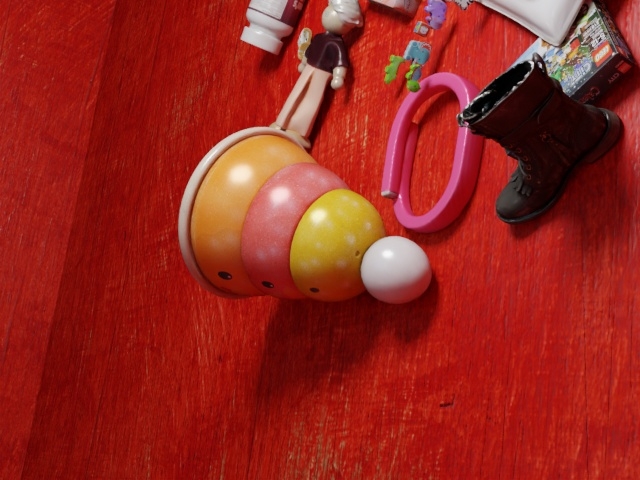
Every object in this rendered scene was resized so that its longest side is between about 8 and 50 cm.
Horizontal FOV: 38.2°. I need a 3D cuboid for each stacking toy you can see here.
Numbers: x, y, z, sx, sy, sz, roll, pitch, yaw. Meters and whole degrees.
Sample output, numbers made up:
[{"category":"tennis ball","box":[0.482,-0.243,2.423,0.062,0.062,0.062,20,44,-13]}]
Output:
[{"category":"stacking toy","box":[0.000,0.000,1.697,0.479,0.350,0.351,21,93,42]},{"category":"stacking toy","box":[0.198,-0.380,1.714,0.221,0.052,0.167,-65,16,10]}]

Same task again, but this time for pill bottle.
[{"category":"pill bottle","box":[-0.106,-0.570,2.230,0.121,0.121,0.221,37,107,56]}]

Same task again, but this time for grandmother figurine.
[{"category":"grandmother figurine","box":[-0.001,-0.376,2.008,0.208,0.104,0.343,36,109,47]}]

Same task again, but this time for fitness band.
[{"category":"fitness band","box":[0.200,-0.157,1.646,0.209,0.054,0.291,-6,71,55]}]

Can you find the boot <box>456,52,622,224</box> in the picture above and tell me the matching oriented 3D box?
[{"category":"boot","box":[0.286,-0.146,1.348,0.263,0.228,0.091,-48,40,32]}]

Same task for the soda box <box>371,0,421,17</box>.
[{"category":"soda box","box":[0.138,-0.512,1.899,0.183,0.058,0.063,41,110,54]}]

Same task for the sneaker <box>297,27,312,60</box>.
[{"category":"sneaker","box":[-0.039,-0.455,2.167,0.037,0.031,0.083,148,136,-63]}]

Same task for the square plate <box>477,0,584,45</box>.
[{"category":"square plate","box":[0.367,-0.525,1.488,0.347,0.049,0.344,-66,27,20]}]

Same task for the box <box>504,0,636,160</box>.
[{"category":"box","box":[0.366,-0.252,1.437,0.233,0.044,0.159,-46,35,35]}]
